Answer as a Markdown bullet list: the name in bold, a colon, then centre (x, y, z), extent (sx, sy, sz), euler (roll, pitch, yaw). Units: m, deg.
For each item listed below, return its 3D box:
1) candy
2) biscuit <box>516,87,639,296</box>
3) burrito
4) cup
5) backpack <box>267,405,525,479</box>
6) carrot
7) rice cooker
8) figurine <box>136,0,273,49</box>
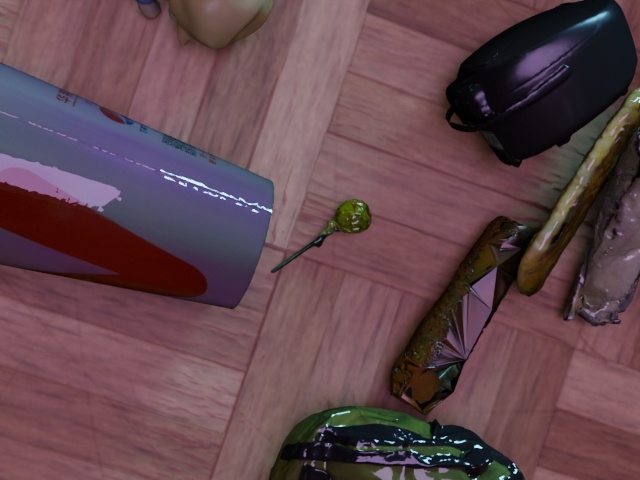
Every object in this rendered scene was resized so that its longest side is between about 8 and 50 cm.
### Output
- **candy**: centre (0.000, 0.000, 1.041), extent (0.123, 0.035, 0.035), euler (-35, 112, 1)
- **biscuit**: centre (0.270, -0.050, 1.035), extent (0.029, 0.118, 0.247), euler (31, 83, 17)
- **burrito**: centre (0.313, -0.012, 1.035), extent (0.058, 0.063, 0.229), euler (-4, 119, -39)
- **cup**: centre (-0.201, -0.036, 0.942), extent (0.288, 0.203, 0.203), euler (17, 88, -14)
- **backpack**: centre (0.071, 0.271, 0.996), extent (0.253, 0.140, 0.207), euler (20, 86, -6)
- **carrot**: centre (0.150, 0.074, 1.046), extent (0.069, 0.069, 0.228), euler (33, 84, -7)
- **rice cooker**: centre (0.224, -0.164, 1.014), extent (0.203, 0.142, 0.118), euler (-35, 107, -2)
- **figurine**: centre (-0.141, -0.263, 0.993), extent (0.196, 0.108, 0.114), euler (19, 78, 10)
